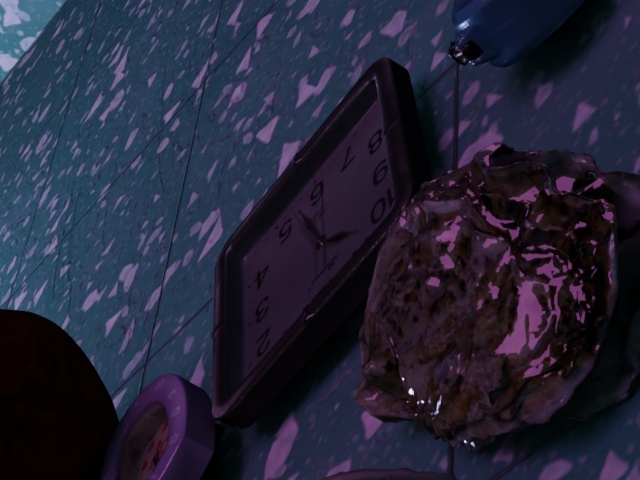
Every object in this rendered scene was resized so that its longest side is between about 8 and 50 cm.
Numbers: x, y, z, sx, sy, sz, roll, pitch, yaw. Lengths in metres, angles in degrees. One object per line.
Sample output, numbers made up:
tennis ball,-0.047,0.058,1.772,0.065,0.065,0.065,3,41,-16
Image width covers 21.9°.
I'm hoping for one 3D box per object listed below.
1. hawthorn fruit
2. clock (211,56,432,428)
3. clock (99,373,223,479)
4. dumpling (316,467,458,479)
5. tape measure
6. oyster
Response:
hawthorn fruit,-0.334,0.190,1.553,0.308,0.308,0.324,-88,23,-52
clock,0.001,0.000,1.417,0.273,0.049,0.279,-49,23,24
clock,-0.135,0.205,1.418,0.172,0.064,0.198,-34,32,47
dumpling,-0.020,0.245,0.918,0.163,0.205,0.293,-130,63,-76
tape measure,0.160,-0.191,1.278,0.146,0.081,0.125,-42,9,30
oyster,0.115,0.039,1.058,0.268,0.112,0.198,1,82,57
